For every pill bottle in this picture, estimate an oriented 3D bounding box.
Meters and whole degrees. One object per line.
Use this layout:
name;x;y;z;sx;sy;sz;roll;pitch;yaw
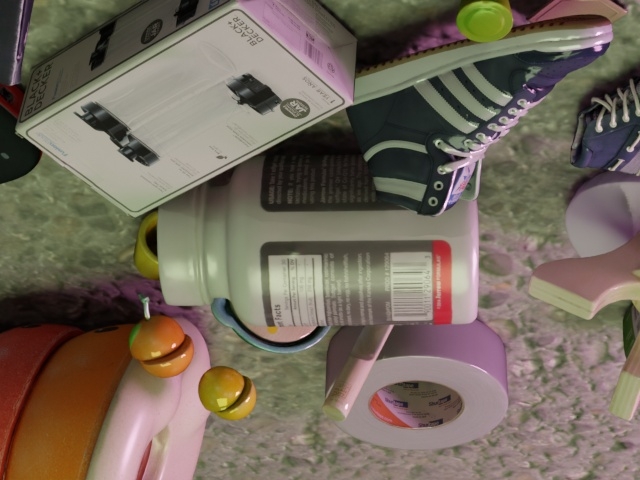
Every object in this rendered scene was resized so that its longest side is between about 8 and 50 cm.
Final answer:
pill bottle;0.000;0.000;1.761;0.319;0.176;0.176;-1;144;3

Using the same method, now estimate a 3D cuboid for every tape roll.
tape roll;0.115;0.168;2.075;0.219;0.072;0.219;1;143;1

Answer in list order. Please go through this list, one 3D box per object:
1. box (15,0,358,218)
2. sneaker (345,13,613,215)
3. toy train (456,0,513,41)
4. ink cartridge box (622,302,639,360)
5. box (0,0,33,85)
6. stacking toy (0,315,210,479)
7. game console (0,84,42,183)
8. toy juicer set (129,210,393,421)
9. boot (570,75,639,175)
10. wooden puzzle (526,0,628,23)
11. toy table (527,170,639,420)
box;-0.128;-0.146;1.636;0.290;0.087;0.169;-27;132;33
sneaker;0.153;-0.111;1.592;0.282;0.153;0.099;-12;-176;35
toy train;0.141;-0.225;1.476;0.105;0.143;0.248;-4;143;9
ink cartridge box;0.461;0.095;1.969;0.209;0.062;0.109;6;143;-6
box;-0.400;-0.316;1.317;0.395;0.212;0.293;10;143;-10
stacking toy;-0.392;0.207;2.017;0.480;0.350;0.350;15;145;10
game console;-0.497;-0.146;1.683;0.342;0.060;0.386;-19;138;25
toy juicer set;-0.051;0.096;1.868;0.329;0.209;0.089;14;151;-15
boot;0.300;-0.124;1.669;0.086;0.069;0.190;2;146;-5
wooden puzzle;0.237;-0.210;1.604;0.116;0.014;0.078;-29;138;35
toy table;0.358;0.049;1.746;0.274;0.161;0.252;14;133;23
